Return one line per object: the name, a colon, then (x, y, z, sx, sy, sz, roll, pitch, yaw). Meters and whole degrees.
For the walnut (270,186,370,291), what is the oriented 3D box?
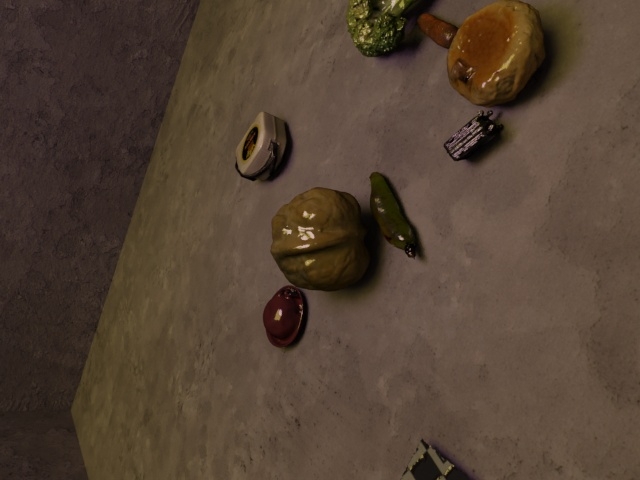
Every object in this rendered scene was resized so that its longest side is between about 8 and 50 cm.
walnut: (0.000, -0.002, 1.404, 0.277, 0.253, 0.282, -9, 69, 42)

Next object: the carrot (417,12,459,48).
carrot: (0.316, -0.568, 1.355, 0.060, 0.060, 0.186, -57, 39, 22)

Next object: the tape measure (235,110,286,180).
tape measure: (-0.229, -0.322, 1.906, 0.271, 0.133, 0.231, -45, 40, 36)

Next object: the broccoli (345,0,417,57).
broccoli: (0.177, -0.656, 1.424, 0.302, 0.186, 0.254, -16, 53, 67)

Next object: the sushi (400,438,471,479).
sushi: (0.271, 0.647, 1.021, 0.339, 0.068, 0.320, 29, 93, 52)

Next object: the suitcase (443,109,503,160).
suitcase: (0.355, -0.242, 1.173, 0.126, 0.086, 0.059, -41, 76, 36)

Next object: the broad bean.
broad bean: (0.185, -0.068, 1.351, 0.077, 0.061, 0.339, -42, 49, 26)

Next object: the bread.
bread: (0.402, -0.414, 1.138, 0.244, 0.134, 0.244, -22, 62, 50)

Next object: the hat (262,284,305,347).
hat: (-0.131, 0.244, 1.626, 0.205, 0.089, 0.205, -21, 61, 46)
